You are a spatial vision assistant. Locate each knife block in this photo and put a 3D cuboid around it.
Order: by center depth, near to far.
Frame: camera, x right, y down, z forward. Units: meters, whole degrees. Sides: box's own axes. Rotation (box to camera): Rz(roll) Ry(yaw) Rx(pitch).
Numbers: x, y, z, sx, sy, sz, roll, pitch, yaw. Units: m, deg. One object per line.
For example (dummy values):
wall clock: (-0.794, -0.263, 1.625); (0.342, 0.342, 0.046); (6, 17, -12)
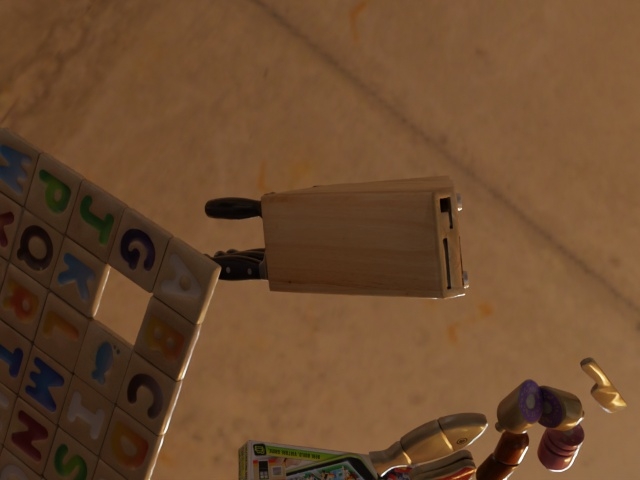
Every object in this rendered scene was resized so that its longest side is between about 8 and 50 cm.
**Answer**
knife block: (0.000, 0.000, 1.363); (0.242, 0.275, 0.088); (-6, -84, 3)

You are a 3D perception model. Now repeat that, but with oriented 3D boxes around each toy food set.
toy food set: (0.093, 0.103, 0.789); (0.122, 0.019, 0.078); (-28, -40, 13)

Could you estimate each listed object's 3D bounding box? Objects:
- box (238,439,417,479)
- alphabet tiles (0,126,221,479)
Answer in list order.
box: (0.010, 0.291, 1.748); (0.207, 0.114, 0.036); (10, -29, -21)
alphabet tiles: (-0.170, 0.075, 1.013); (0.198, 0.009, 0.237); (31, -68, 29)
